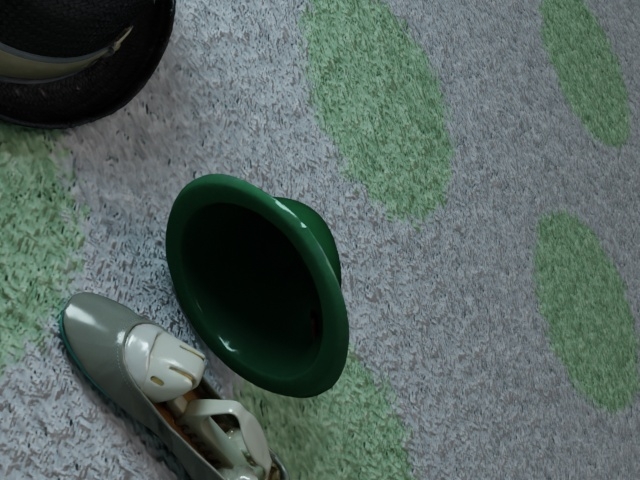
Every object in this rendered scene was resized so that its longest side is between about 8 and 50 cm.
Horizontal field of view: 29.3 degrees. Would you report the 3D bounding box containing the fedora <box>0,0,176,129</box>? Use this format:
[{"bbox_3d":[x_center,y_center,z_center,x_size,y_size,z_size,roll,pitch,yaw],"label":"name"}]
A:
[{"bbox_3d":[-0.178,-0.243,0.856,0.334,0.152,0.334,31,49,-43],"label":"fedora"}]

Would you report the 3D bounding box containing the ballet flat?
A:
[{"bbox_3d":[-0.094,0.110,0.863,0.213,0.068,0.072,54,36,-22],"label":"ballet flat"}]

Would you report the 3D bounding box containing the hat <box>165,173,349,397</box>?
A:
[{"bbox_3d":[0.000,0.000,0.933,0.183,0.208,0.173,-29,127,-39],"label":"hat"}]
